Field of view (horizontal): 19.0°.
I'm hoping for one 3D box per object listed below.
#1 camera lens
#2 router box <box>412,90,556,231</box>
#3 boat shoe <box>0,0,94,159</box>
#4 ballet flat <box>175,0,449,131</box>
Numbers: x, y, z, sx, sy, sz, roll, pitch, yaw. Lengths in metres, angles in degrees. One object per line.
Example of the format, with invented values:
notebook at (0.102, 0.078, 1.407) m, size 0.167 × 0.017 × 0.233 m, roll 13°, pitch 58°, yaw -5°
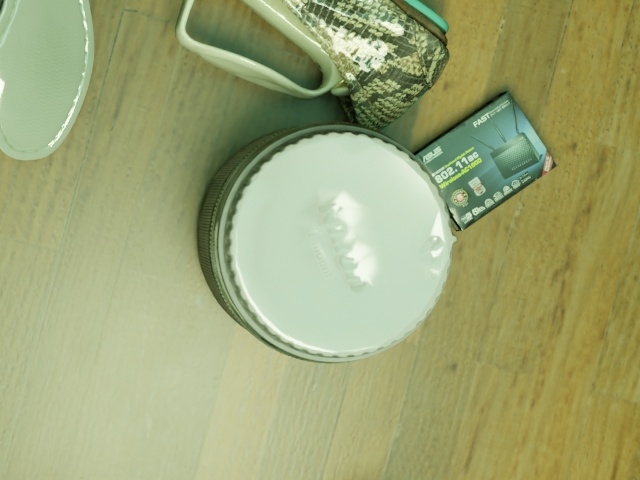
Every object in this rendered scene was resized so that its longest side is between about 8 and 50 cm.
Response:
camera lens at (0.000, 0.000, 1.795) m, size 0.219 × 0.274 × 0.219 m, roll 0°, pitch 92°, yaw -7°
router box at (0.163, -0.080, 1.935) m, size 0.122 × 0.038 × 0.092 m, roll -35°, pitch 95°, yaw -6°
boat shoe at (-0.281, -0.231, 1.846) m, size 0.114 × 0.091 × 0.303 m, roll 5°, pitch 97°, yaw -31°
ballet flat at (-0.095, -0.274, 1.836) m, size 0.483 × 0.164 × 0.182 m, roll 40°, pitch 87°, yaw -10°
